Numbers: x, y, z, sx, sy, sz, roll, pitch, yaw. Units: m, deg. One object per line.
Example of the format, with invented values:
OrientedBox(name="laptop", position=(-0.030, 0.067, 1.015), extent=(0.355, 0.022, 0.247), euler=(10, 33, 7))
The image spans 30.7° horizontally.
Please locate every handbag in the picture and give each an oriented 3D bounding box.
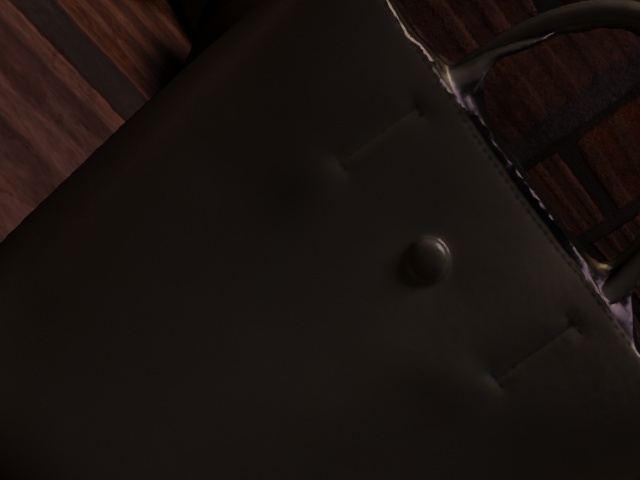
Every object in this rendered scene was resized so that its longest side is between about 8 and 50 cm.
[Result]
OrientedBox(name="handbag", position=(0.016, 0.025, 0.448), extent=(0.241, 0.315, 0.109), euler=(54, 17, -3))

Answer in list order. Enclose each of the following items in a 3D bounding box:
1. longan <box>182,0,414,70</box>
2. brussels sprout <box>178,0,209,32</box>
OrientedBox(name="longan", position=(-0.016, -0.141, 0.959), extent=(0.198, 0.198, 0.212), euler=(50, -1, -19))
OrientedBox(name="brussels sprout", position=(-0.040, -0.243, 1.113), extent=(0.161, 0.180, 0.144), euler=(46, 6, 1))
